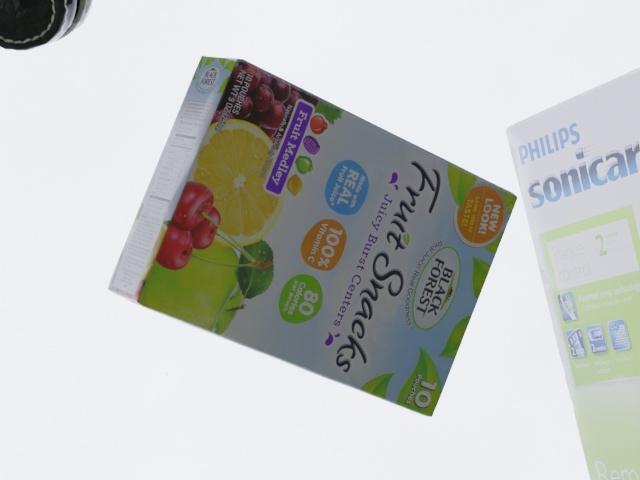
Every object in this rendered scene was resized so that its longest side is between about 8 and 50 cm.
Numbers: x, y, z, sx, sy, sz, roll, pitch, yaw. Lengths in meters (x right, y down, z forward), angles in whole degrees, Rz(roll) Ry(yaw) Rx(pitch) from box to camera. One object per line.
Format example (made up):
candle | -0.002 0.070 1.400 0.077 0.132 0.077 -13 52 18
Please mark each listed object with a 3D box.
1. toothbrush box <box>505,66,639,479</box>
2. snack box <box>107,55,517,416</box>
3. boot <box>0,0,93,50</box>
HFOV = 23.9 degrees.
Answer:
toothbrush box | 0.218 0.051 0.712 0.122 0.206 0.283 -9 -95 -26
snack box | 0.000 0.000 0.599 0.141 0.037 0.100 24 -93 -29
boot | -0.189 -0.150 0.585 0.085 0.179 0.236 -16 -63 24
